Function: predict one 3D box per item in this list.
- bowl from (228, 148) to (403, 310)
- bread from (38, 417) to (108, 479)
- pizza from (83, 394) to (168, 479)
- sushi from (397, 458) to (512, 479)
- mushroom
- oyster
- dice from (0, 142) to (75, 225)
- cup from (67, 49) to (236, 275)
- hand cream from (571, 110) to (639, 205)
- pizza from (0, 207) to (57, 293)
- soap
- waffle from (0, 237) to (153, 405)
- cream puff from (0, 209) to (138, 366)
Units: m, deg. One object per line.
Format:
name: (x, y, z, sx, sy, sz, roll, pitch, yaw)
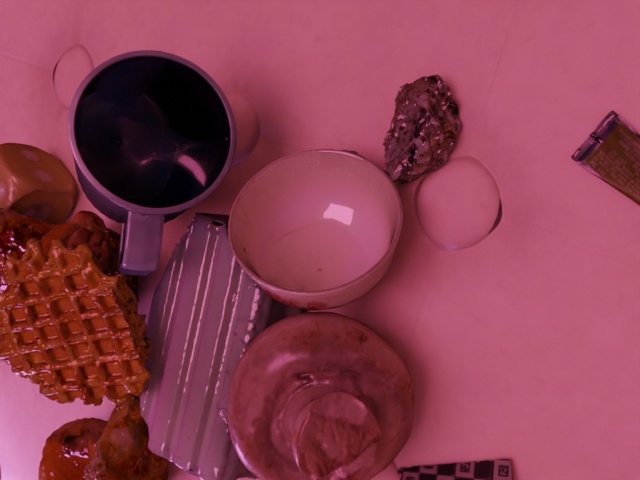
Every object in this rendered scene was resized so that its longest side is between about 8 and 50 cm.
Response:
bowl: (0.000, 0.000, 1.212, 0.277, 0.145, 0.277, -4, 54, 6)
bread: (-0.463, 0.476, 1.547, 0.244, 0.134, 0.244, -3, 84, 32)
pizza: (-0.337, 0.345, 1.411, 0.075, 0.280, 0.287, 5, 81, 18)
sushi: (0.212, 0.415, 1.154, 0.201, 0.031, 0.139, -16, 60, 34)
mushroom: (-0.005, 0.262, 1.131, 0.297, 0.290, 0.297, 1, 99, 3)
oyster: (0.156, -0.173, 1.193, 0.125, 0.064, 0.177, 0, 89, 39)
dice: (-0.672, -0.107, 1.679, 0.169, 0.169, 0.166, 48, 113, 25)
cup: (-0.289, -0.126, 1.315, 0.331, 0.257, 0.311, 66, 162, -3)
hand cream: (0.450, -0.076, 1.006, 0.086, 0.055, 0.235, -52, 55, 19)
pizza: (-0.634, 0.031, 1.634, 0.081, 0.229, 0.289, 57, 150, 36)
soap: (-0.182, 0.183, 1.350, 0.261, 0.156, 0.446, 16, 98, 35)
waffle: (-0.425, 0.150, 1.298, 0.307, 0.060, 0.312, 21, 114, -2)
cream puff: (-0.493, 0.119, 1.505, 0.231, 0.343, 0.327, 32, 135, -9)
